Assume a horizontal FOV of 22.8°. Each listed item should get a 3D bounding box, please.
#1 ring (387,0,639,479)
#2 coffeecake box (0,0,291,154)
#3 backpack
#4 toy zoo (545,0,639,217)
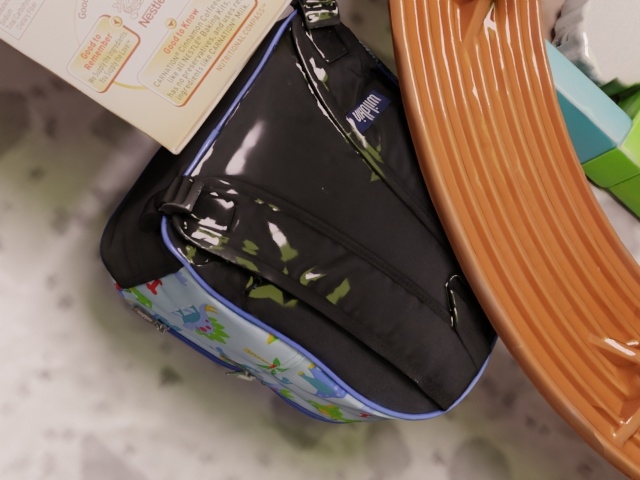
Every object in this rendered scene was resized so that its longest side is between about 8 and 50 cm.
[{"bbox_3d":[0.162,-0.068,0.556,0.337,0.032,0.336,7,77,-34],"label":"ring"},{"bbox_3d":[-0.092,-0.126,0.457,0.185,0.068,0.142,33,25,-13],"label":"coffeecake box"},{"bbox_3d":[0.000,0.000,0.496,0.114,0.084,0.105,39,64,-17],"label":"backpack"},{"bbox_3d":[0.093,-0.149,0.605,0.293,0.030,0.192,41,65,-10],"label":"toy zoo"}]
